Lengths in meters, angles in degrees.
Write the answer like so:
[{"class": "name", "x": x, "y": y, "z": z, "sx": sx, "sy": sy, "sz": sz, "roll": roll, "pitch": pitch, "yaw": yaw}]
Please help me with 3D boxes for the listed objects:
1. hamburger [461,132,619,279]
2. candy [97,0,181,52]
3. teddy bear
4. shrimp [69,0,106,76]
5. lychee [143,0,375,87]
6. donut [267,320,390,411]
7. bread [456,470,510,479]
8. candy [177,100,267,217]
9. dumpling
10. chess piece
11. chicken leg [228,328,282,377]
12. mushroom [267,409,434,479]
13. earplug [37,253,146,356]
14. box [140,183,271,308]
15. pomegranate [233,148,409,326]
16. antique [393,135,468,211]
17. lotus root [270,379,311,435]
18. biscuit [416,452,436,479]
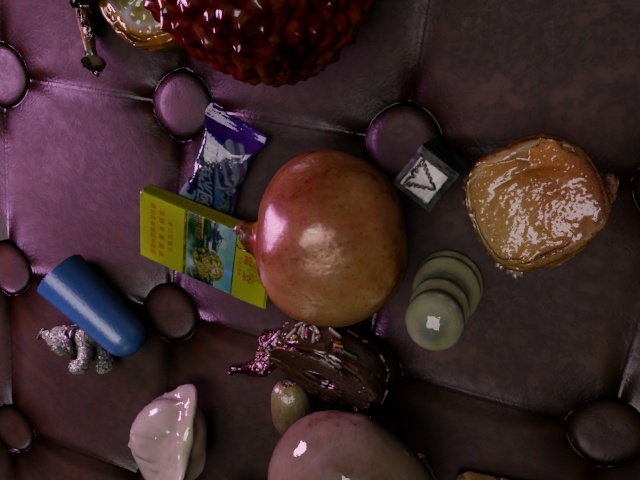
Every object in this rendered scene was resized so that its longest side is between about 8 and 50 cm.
[{"class": "hamburger", "x": 0.366, "y": -0.054, "z": 1.053, "sx": 0.245, "sy": 0.211, "sz": 0.261, "roll": 18, "pitch": 104, "yaw": 22}, {"class": "candy", "x": -0.332, "y": -0.514, "z": 1.230, "sx": 0.259, "sy": 0.118, "sz": 0.260, "roll": 4, "pitch": 105, "yaw": 16}, {"class": "teddy bear", "x": -0.621, "y": 0.254, "z": 1.530, "sx": 0.213, "sy": 0.133, "sz": 0.111, "roll": 24, "pitch": 90, "yaw": 27}, {"class": "shrimp", "x": -0.479, "y": -0.449, "z": 1.236, "sx": 0.054, "sy": 0.290, "sz": 0.223, "roll": -11, "pitch": 106, "yaw": -20}, {"class": "lychee", "x": -0.113, "y": -0.499, "z": 0.986, "sx": 0.424, "sy": 0.425, "sz": 0.500, "roll": -15, "pitch": 118, "yaw": 22}, {"class": "donut", "x": 0.018, "y": 0.253, "z": 1.253, "sx": 0.269, "sy": 0.103, "sz": 0.270, "roll": 23, "pitch": 152, "yaw": 13}, {"class": "bread", "x": 0.410, "y": 0.630, "z": 1.290, "sx": 0.235, "sy": 0.198, "sz": 0.264, "roll": -4, "pitch": 107, "yaw": -14}, {"class": "candy", "x": -0.222, "y": -0.150, "z": 1.312, "sx": 0.145, "sy": 0.070, "sz": 0.275, "roll": 29, "pitch": 115, "yaw": 3}, {"class": "dumpling", "x": -0.367, "y": 0.507, "z": 1.445, "sx": 0.187, "sy": 0.243, "sz": 0.318, "roll": 9, "pitch": 122, "yaw": -14}, {"class": "chess piece", "x": 0.221, "y": 0.118, "z": 1.124, "sx": 0.144, "sy": 0.251, "sz": 0.145, "roll": 5, "pitch": 106, "yaw": 19}, {"class": "chicken leg", "x": -0.136, "y": 0.273, "z": 1.402, "sx": 0.205, "sy": 0.053, "sz": 0.093, "roll": -45, "pitch": 63, "yaw": 16}, {"class": "mushroom", "x": 0.075, "y": 0.500, "z": 1.240, "sx": 0.362, "sy": 0.294, "sz": 0.363, "roll": 12, "pitch": 118, "yaw": 22}, {"class": "earplug", "x": -0.542, "y": 0.174, "z": 1.479, "sx": 0.273, "sy": 0.132, "sz": 0.132, "roll": 44, "pitch": 113, "yaw": 1}, {"class": "box", "x": -0.251, "y": 0.014, "z": 1.349, "sx": 0.334, "sy": 0.047, "sz": 0.187, "roll": 22, "pitch": 127, "yaw": 13}, {"class": "pomegranate", "x": 0.000, "y": 0.000, "z": 1.126, "sx": 0.338, "sy": 0.338, "sz": 0.339, "roll": 5, "pitch": 105, "yaw": 18}, {"class": "antique", "x": 0.203, "y": -0.123, "z": 1.106, "sx": 0.086, "sy": 0.183, "sz": 0.088, "roll": 39, "pitch": 113, "yaw": 6}, {"class": "lotus root", "x": -0.066, "y": 0.398, "z": 1.379, "sx": 0.090, "sy": 0.077, "sz": 0.183, "roll": 11, "pitch": 123, "yaw": 20}, {"class": "biscuit", "x": 0.146, "y": 0.557, "z": 1.370, "sx": 0.238, "sy": 0.062, "sz": 0.108, "roll": -23, "pitch": 93, "yaw": 22}]
